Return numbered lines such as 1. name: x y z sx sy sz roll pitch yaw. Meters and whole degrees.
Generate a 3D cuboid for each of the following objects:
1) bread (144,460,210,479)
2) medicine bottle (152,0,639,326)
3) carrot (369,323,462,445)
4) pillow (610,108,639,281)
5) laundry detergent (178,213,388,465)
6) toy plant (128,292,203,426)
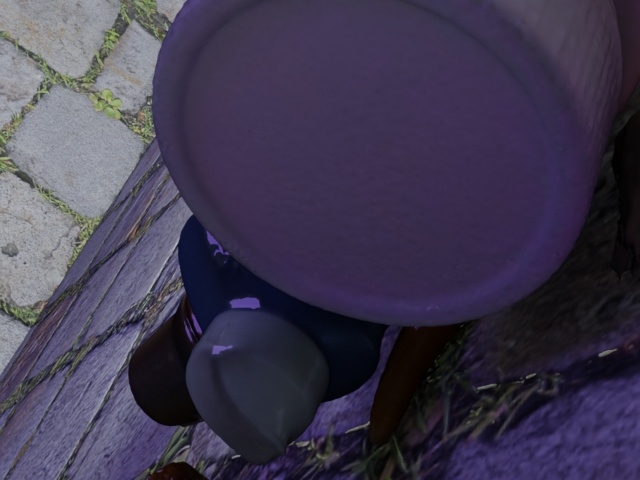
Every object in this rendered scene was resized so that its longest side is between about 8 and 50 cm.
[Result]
1. bread: -0.113 0.198 0.702 0.085 0.053 0.085 -48 17 20
2. medicine bottle: 0.077 -0.153 0.544 0.219 0.219 0.388 -38 16 44
3. carrot: 0.062 0.050 0.559 0.142 0.035 0.035 -62 16 -3
4. pillow: 0.185 -0.063 0.411 0.185 0.043 0.118 -46 14 38
5. laundry detergent: 0.000 0.000 0.589 0.094 0.143 0.290 -40 16 41
6. toy plant: -0.042 0.063 0.718 0.200 0.105 0.143 -29 4 16
